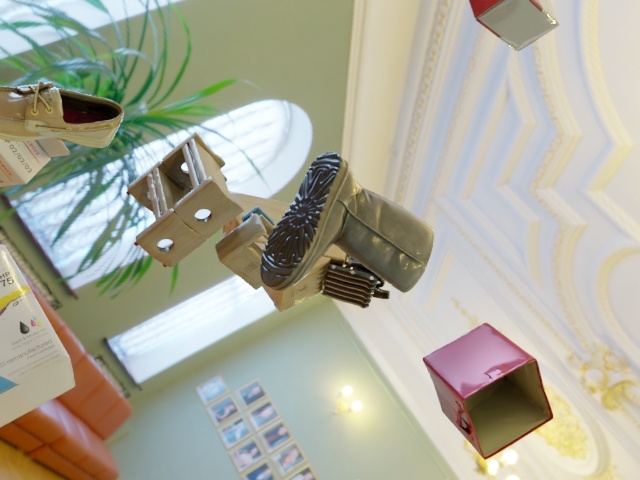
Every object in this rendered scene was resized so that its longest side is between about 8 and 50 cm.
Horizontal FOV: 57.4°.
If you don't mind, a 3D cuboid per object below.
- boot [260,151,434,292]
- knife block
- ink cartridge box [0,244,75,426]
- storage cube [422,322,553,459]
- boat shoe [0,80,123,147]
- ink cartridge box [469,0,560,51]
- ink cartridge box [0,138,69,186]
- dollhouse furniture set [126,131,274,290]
[{"bbox_3d":[0.043,0.014,0.723,0.076,0.189,0.208,22,-13,45],"label":"boot"},{"bbox_3d":[0.000,0.000,0.971,0.275,0.242,0.088,50,-31,27],"label":"knife block"},{"bbox_3d":[-0.630,0.191,1.113,0.270,0.198,0.197,52,-32,15],"label":"ink cartridge box"},{"bbox_3d":[0.375,0.336,1.333,0.183,0.215,0.193,66,-9,-23],"label":"storage cube"},{"bbox_3d":[-0.232,-0.112,0.494,0.045,0.135,0.050,-35,-109,35],"label":"boat shoe"},{"bbox_3d":[0.260,-0.382,0.839,0.072,0.128,0.175,-27,-115,39],"label":"ink cartridge box"},{"bbox_3d":[-0.440,-0.128,0.772,0.182,0.061,0.104,-4,-48,24],"label":"ink cartridge box"},{"bbox_3d":[-0.151,-0.021,0.805,0.183,0.129,0.129,46,11,-42],"label":"dollhouse furniture set"}]
